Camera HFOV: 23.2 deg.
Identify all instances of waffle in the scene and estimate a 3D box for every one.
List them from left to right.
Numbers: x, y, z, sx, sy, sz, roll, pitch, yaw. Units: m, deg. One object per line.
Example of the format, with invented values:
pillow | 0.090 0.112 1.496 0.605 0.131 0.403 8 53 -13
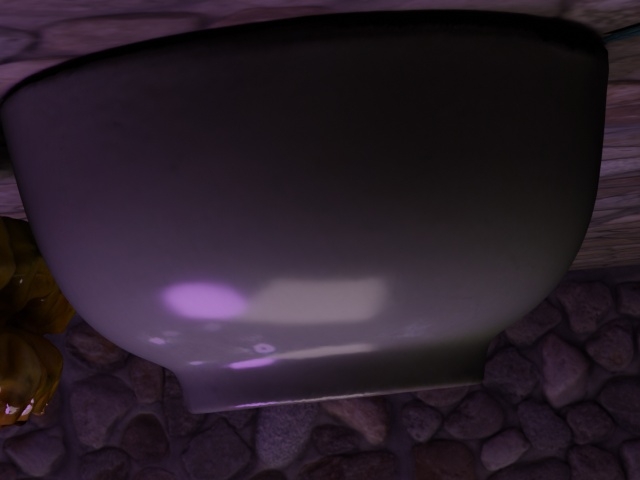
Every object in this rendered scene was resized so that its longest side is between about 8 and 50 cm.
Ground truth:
waffle | -0.288 0.036 0.992 0.261 0.151 0.324 17 175 -5

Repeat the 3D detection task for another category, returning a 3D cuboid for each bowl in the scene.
bowl | 0.000 0.000 0.907 0.354 0.185 0.354 -6 175 -1

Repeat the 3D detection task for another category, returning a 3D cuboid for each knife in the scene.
knife | 0.187 -0.116 0.823 0.014 0.005 0.091 -2 175 -44
